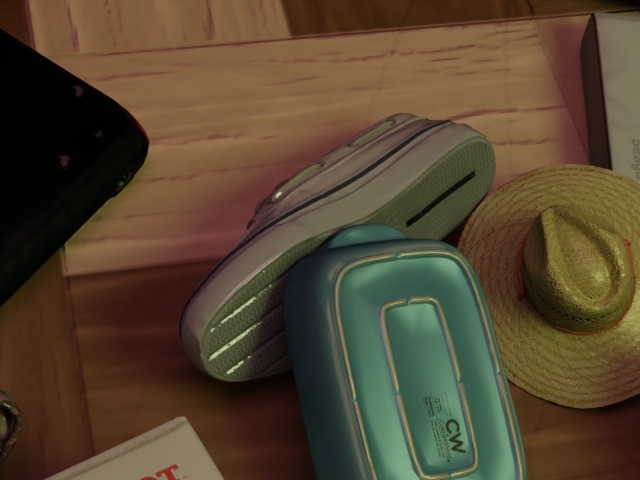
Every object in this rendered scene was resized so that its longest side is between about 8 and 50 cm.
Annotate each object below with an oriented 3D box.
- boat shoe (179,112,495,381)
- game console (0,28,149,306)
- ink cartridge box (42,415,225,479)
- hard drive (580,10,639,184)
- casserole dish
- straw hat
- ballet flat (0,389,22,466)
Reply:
[{"bbox_3d":[0.000,0.000,0.843,0.226,0.083,0.075,-31,40,-32],"label":"boat shoe"},{"bbox_3d":[-0.337,-0.023,0.825,0.342,0.060,0.386,33,57,11],"label":"game console"},{"bbox_3d":[-0.077,0.208,0.659,0.158,0.092,0.218,-23,58,-23],"label":"ink cartridge box"},{"bbox_3d":[0.323,-0.045,0.933,0.307,0.040,0.203,6,53,-4],"label":"hard drive"},{"bbox_3d":[0.048,0.078,0.764,0.114,0.037,0.188,-7,78,-25],"label":"casserole dish"},{"bbox_3d":[0.140,0.015,0.820,0.144,0.061,0.145,-3,72,8],"label":"straw hat"},{"bbox_3d":[-0.223,0.139,0.692,0.221,0.079,0.077,-46,115,-35],"label":"ballet flat"}]
